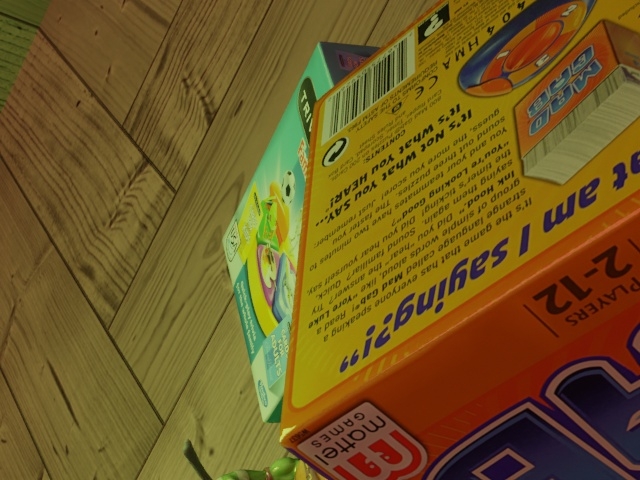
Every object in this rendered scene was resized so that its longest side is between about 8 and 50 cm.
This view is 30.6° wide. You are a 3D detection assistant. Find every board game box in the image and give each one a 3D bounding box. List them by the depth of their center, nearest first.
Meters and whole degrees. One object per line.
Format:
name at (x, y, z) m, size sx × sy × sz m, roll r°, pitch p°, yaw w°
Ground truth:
board game box at (0.232, 0.012, 0.753) m, size 0.356 × 0.356 × 0.356 m, roll -36°, pitch 27°, yaw 27°
board game box at (0.000, 0.000, 1.239) m, size 0.336 × 0.079 × 0.254 m, roll 120°, pitch 143°, yaw -46°

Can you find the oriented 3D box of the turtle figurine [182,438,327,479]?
turtle figurine at (-0.029, 0.309, 1.188) m, size 0.274 × 0.197 × 0.266 m, roll -41°, pitch -50°, yaw -84°
